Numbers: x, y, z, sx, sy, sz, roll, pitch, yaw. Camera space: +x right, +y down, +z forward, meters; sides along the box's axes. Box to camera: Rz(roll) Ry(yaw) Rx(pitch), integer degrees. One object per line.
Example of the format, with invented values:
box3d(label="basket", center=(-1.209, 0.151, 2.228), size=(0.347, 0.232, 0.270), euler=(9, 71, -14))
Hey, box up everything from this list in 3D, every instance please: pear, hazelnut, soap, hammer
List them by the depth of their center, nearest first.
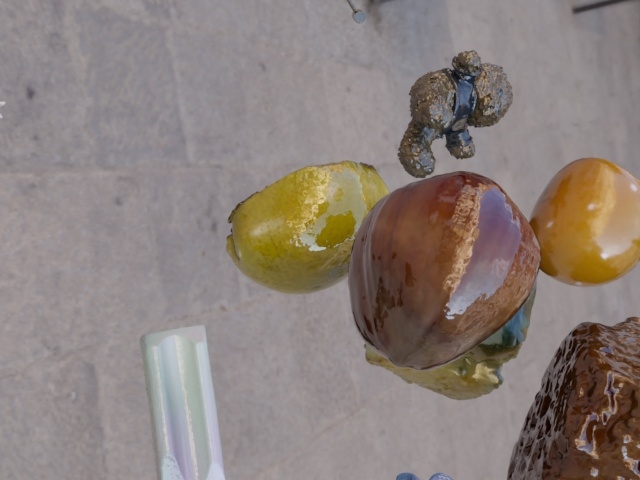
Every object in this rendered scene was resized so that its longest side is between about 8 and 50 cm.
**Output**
box3d(label="hazelnut", center=(0.127, 0.032, 0.893), size=(0.186, 0.210, 0.210), euler=(-5, 87, -32))
box3d(label="hammer", center=(0.034, -0.388, 1.364), size=(0.110, 0.019, 0.035), euler=(54, 9, -18))
box3d(label="soap", center=(-0.245, 0.330, 1.564), size=(0.208, 0.115, 0.347), euler=(151, -68, -76))
box3d(label="pear", center=(0.000, 0.000, 1.912), size=(0.386, 0.340, 0.191), euler=(-18, 62, -22))

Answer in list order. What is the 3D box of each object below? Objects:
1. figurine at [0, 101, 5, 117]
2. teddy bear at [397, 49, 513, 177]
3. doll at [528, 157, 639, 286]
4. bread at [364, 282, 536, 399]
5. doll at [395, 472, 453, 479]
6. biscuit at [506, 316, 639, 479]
box3d(label="figurine", center=(-0.686, -0.275, 1.702), size=(0.098, 0.146, 0.081), euler=(-118, -139, -65))
box3d(label="teddy bear", center=(0.204, -0.215, 1.390), size=(0.251, 0.129, 0.182), euler=(-26, 145, -38))
box3d(label="doll", center=(0.450, -0.008, 1.384), size=(0.236, 0.213, 0.213), euler=(32, 38, 5))
box3d(label="bread", center=(0.264, 0.075, 1.603), size=(0.239, 0.264, 0.395), euler=(27, 64, -18))
box3d(label="doll", center=(0.169, 0.350, 1.046), size=(0.110, 0.206, 0.067), euler=(-43, 152, -5))
box3d(label="biscuit", center=(0.411, 0.332, 1.380), size=(0.342, 0.166, 0.395), euler=(-48, 158, -67))
